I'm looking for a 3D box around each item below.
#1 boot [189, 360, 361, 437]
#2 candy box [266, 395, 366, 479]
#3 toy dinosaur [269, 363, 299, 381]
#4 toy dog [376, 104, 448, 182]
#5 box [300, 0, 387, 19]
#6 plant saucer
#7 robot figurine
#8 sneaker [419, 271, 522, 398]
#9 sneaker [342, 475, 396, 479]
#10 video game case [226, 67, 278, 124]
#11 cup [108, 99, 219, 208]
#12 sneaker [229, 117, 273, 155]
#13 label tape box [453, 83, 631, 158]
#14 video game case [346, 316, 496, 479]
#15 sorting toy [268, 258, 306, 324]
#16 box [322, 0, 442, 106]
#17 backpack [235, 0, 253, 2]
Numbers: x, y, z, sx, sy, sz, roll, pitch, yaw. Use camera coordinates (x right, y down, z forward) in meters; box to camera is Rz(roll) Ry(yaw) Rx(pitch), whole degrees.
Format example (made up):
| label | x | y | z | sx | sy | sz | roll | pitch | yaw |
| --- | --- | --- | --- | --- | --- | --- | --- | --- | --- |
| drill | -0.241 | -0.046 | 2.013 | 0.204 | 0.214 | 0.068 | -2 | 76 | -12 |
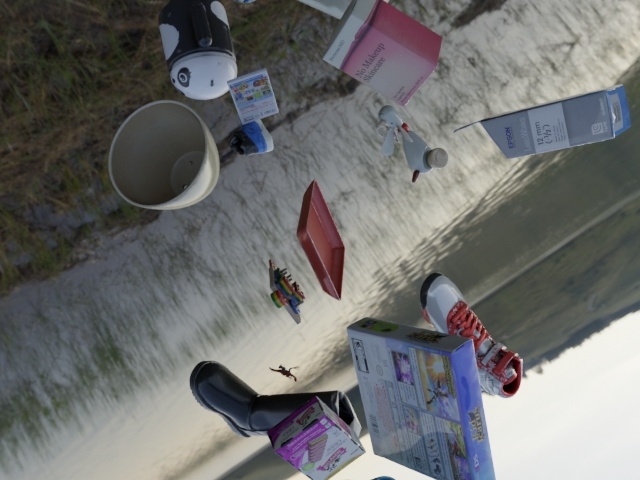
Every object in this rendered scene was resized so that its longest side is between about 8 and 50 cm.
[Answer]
| label | x | y | z | sx | sy | sz | roll | pitch | yaw |
| --- | --- | --- | --- | --- | --- | --- | --- | --- | --- |
| boot | -0.137 | 0.501 | 1.920 | 0.445 | 0.367 | 0.146 | -4 | -133 | 35 |
| candy box | -0.006 | 0.516 | 1.593 | 0.159 | 0.071 | 0.233 | -37 | 130 | 2 |
| toy dinosaur | -0.111 | 0.438 | 2.029 | 0.090 | 0.047 | 0.082 | -7 | -165 | -24 |
| toy dog | 0.330 | -0.356 | 2.438 | 0.161 | 0.334 | 0.220 | -53 | 176 | -23 |
| box | 0.053 | -0.782 | 1.958 | 0.148 | 0.311 | 0.121 | -60 | 175 | -56 |
| plant saucer | 0.000 | 0.000 | 1.735 | 0.048 | 0.259 | 0.258 | -14 | -147 | 15 |
| robot figurine | -0.307 | -0.487 | 1.544 | 0.174 | 0.278 | 0.209 | -16 | 172 | 21 |
| sneaker | 0.288 | 0.178 | 1.152 | 0.090 | 0.270 | 0.145 | -39 | -150 | -25 |
| sneaker | 0.111 | 0.480 | 1.116 | 0.135 | 0.150 | 0.366 | 3 | -179 | -21 |
| video game case | -0.145 | -0.311 | 1.354 | 0.087 | 0.011 | 0.122 | -19 | 145 | -2 |
| cup | -0.443 | -0.231 | 1.924 | 0.331 | 0.331 | 0.237 | -36 | 159 | 7 |
| sneaker | -0.174 | -0.245 | 1.415 | 0.085 | 0.152 | 0.058 | -18 | 142 | -20 |
| label tape box | 0.532 | -0.272 | 1.492 | 0.348 | 0.115 | 0.249 | -11 | -171 | 36 |
| video game case | 0.172 | 0.281 | 1.088 | 0.061 | 0.269 | 0.244 | -23 | -162 | -36 |
| sorting toy | -0.084 | 0.135 | 1.684 | 0.046 | 0.132 | 0.274 | -32 | -159 | 6 |
| box | 0.146 | -0.450 | 1.461 | 0.148 | 0.232 | 0.127 | -48 | -161 | 49 |
| backpack | -0.080 | -0.518 | 0.976 | 0.290 | 0.273 | 0.355 | -39 | -174 | -13 |
